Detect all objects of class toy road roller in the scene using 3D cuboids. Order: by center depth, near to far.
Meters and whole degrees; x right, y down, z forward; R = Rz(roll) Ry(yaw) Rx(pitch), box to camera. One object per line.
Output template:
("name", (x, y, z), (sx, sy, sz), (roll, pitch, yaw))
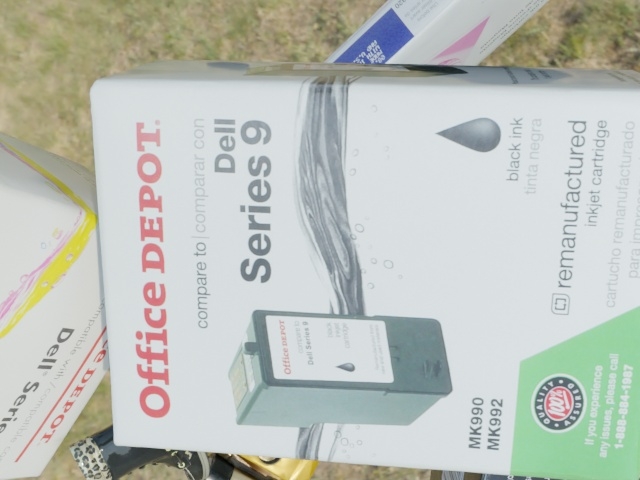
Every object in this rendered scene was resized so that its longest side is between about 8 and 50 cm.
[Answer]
("toy road roller", (-0.134, 0.435, 1.899), (0.329, 0.202, 0.240), (-60, 12, -8))

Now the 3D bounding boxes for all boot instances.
("boot", (-0.276, 0.335, 1.393), (0.085, 0.178, 0.236), (44, 156, 39))

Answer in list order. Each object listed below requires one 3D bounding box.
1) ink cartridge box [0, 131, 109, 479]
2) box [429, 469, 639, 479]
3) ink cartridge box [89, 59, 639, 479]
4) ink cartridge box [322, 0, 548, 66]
("ink cartridge box", (-0.224, 0.040, 0.562), (0.119, 0.353, 0.207), (35, 95, 23))
("box", (0.454, 0.392, 1.533), (0.297, 0.471, 0.480), (-99, 10, -58))
("ink cartridge box", (0.030, 0.010, 0.507), (0.289, 0.121, 0.211), (2, 106, 6))
("ink cartridge box", (0.174, -0.261, 1.117), (0.324, 0.330, 0.071), (-42, 74, 20))
